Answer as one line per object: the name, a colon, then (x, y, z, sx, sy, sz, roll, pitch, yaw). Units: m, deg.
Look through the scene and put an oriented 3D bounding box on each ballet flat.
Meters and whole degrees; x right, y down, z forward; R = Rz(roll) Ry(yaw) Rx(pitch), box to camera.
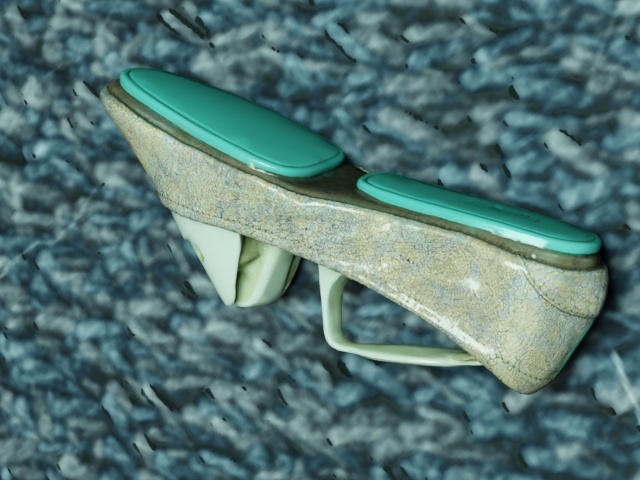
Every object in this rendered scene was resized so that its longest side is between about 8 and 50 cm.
ballet flat: (0.000, 0.000, 1.006, 0.316, 0.107, 0.106, 23, 107, 26)
